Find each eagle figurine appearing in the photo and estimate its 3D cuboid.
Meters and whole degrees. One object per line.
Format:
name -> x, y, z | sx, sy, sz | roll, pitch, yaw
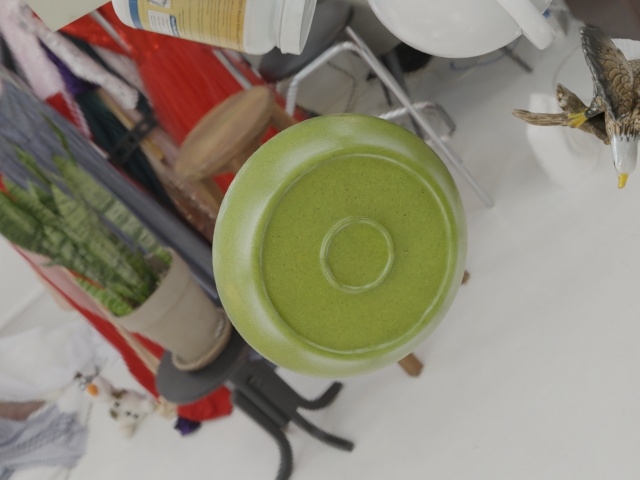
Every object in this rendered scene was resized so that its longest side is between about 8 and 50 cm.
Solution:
eagle figurine -> 0.418, -0.179, 1.139 | 0.226, 0.225, 0.298 | -23, -5, -6

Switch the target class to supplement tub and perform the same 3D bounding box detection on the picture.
supplement tub -> -0.106, -0.278, 0.920 | 0.144, 0.200, 0.144 | 14, -90, -88

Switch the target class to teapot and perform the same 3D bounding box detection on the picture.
teapot -> 0.140, -0.326, 0.943 | 0.256, 0.187, 0.252 | 5, 88, 28

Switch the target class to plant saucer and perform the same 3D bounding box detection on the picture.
plant saucer -> 0.028, 0.010, 0.759 | 0.241, 0.241, 0.037 | -46, 18, -7

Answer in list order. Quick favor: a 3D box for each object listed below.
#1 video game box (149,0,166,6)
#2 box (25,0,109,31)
video game box -> -0.191, -0.333, 0.749 | 0.187, 0.205, 0.048 | -64, 8, 4
box -> -0.439, -0.521, 1.609 | 0.232, 0.127, 0.148 | -23, 47, 14
